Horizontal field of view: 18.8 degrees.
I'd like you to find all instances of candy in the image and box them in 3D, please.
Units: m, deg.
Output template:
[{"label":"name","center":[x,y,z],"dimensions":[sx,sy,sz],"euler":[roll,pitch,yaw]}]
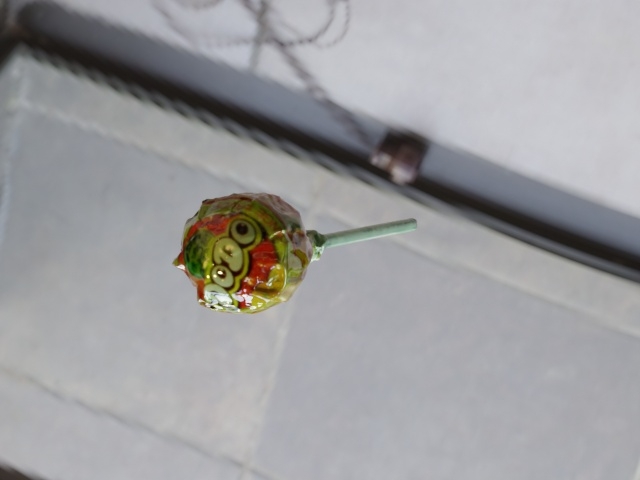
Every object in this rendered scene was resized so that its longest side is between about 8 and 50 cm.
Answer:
[{"label":"candy","center":[0.000,0.000,0.934],"dimensions":[0.060,0.201,0.060],"euler":[3,96,28]}]
